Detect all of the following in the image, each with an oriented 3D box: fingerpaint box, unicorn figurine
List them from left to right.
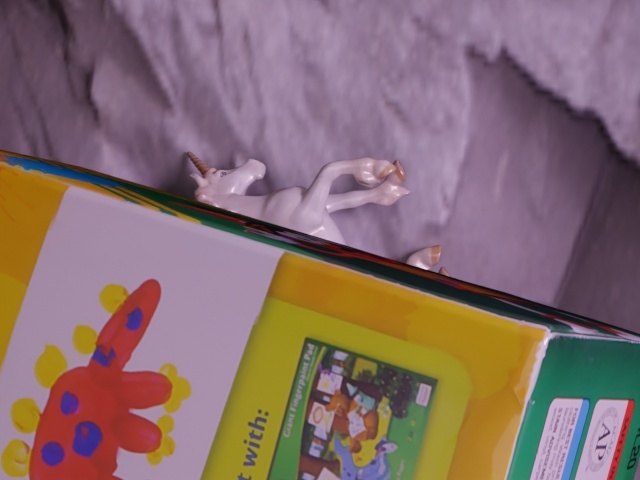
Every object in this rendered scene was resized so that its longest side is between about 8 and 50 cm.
[{"bbox_3d":[-0.080,0.207,0.944,0.371,0.163,0.445,16,93,29],"label":"fingerpaint box"},{"bbox_3d":[0.000,0.000,1.040,0.111,0.060,0.162,-24,81,10],"label":"unicorn figurine"}]
